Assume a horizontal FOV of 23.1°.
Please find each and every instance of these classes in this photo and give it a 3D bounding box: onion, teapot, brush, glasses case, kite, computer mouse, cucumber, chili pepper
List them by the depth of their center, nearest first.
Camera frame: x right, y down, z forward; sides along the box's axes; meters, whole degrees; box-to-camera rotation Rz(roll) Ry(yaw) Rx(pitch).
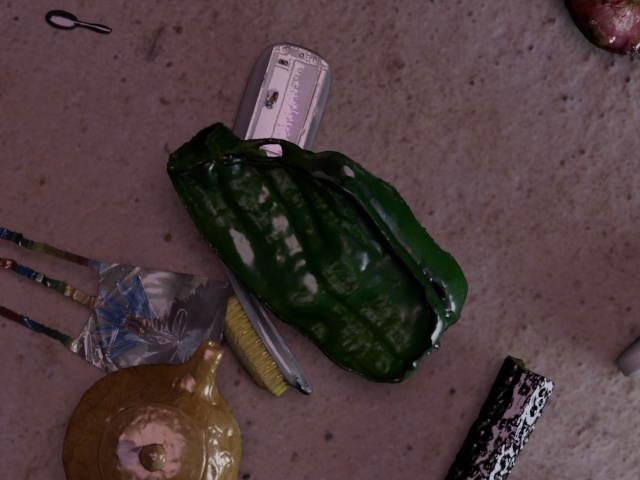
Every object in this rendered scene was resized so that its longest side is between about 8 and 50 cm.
[{"bbox_3d":[-0.194,0.251,1.759,0.203,0.167,0.311,29,84,-3],"label":"teapot"},{"bbox_3d":[0.005,-0.008,1.829,0.385,0.167,0.213,42,116,-13],"label":"chili pepper"},{"bbox_3d":[-0.267,0.090,1.847,0.310,0.015,0.169,17,97,1],"label":"kite"},{"bbox_3d":[0.185,0.275,1.859,0.072,0.072,0.300,30,79,0],"label":"cucumber"},{"bbox_3d":[-0.108,0.069,1.875,0.060,0.068,0.297,-32,80,9],"label":"brush"},{"bbox_3d":[0.449,0.108,1.924,0.193,0.074,0.049,-29,84,-12],"label":"glasses case"},{"bbox_3d":[-0.051,-0.145,1.925,0.102,0.045,0.199,17,81,-9],"label":"computer mouse"},{"bbox_3d":[-0.299,-0.269,1.938,0.083,0.008,0.024,11,76,-5],"label":"brush"},{"bbox_3d":[0.400,-0.328,1.985,0.184,0.147,0.184,7,115,16],"label":"onion"}]
